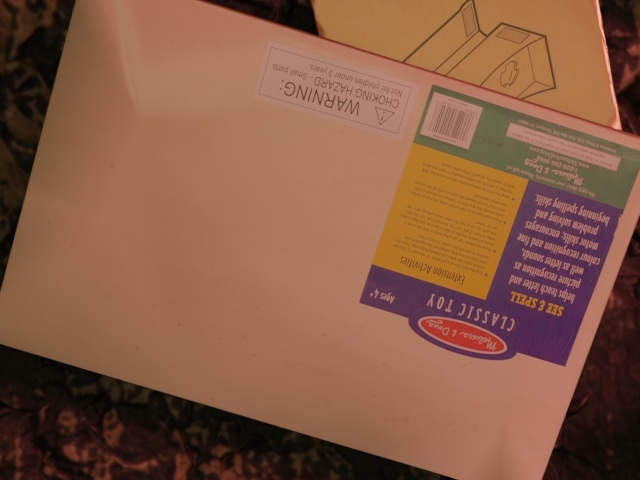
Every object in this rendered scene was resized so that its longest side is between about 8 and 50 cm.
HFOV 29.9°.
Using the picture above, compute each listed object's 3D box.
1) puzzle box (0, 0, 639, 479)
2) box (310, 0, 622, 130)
[{"bbox_3d":[0.000,0.000,0.841,0.409,0.052,0.272,17,101,-3],"label":"puzzle box"},{"bbox_3d":[0.107,-0.117,0.863,0.201,0.021,0.164,-12,96,-1],"label":"box"}]
